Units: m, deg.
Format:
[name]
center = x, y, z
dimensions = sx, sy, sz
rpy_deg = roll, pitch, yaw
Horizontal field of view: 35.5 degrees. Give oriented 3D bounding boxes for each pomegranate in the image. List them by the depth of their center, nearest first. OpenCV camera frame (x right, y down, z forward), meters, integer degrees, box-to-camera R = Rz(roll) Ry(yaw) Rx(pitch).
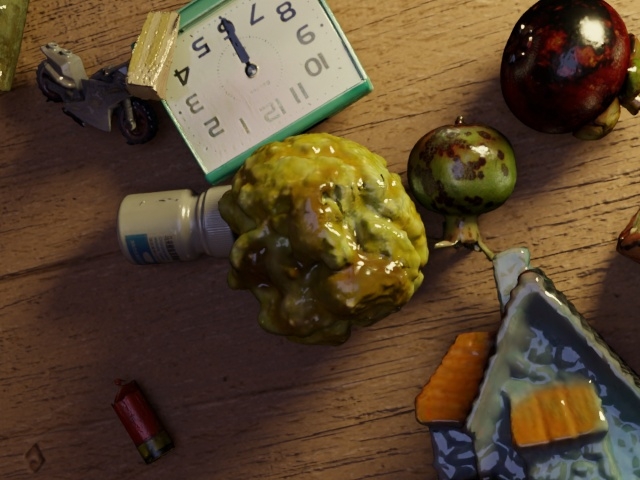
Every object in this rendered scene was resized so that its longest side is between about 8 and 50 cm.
[pomegranate]
center = 0.181, -0.073, 1.305
dimensions = 0.149, 0.148, 0.169
rpy_deg = 19, 111, 12

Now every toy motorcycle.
[toy motorcycle]
center = -0.319, -0.221, 1.420
dimensions = 0.215, 0.080, 0.122
rpy_deg = 27, 122, 17

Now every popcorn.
[popcorn]
center = -0.002, -0.007, 1.276
dimensions = 0.282, 0.247, 0.282
rpy_deg = 3, 102, 17

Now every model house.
[model house]
center = 0.240, 0.176, 1.175
dimensions = 0.298, 0.360, 0.338
rpy_deg = -10, 87, 14

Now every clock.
[clock]
center = -0.089, -0.237, 1.375
dimensions = 0.262, 0.116, 0.231
rpy_deg = -30, 89, 12

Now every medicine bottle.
[medicine bottle]
center = -0.190, -0.021, 1.394
dimensions = 0.168, 0.105, 0.105
rpy_deg = -5, 89, 12

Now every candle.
[candle]
center = -0.261, 0.255, 1.438
dimensions = 0.052, 0.052, 0.130
rpy_deg = -34, 82, 10

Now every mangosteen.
[mangosteen]
center = 0.325, -0.215, 1.260
dimensions = 0.200, 0.200, 0.199
rpy_deg = 0, 90, 12

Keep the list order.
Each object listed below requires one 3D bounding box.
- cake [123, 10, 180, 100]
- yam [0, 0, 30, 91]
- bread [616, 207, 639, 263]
[cake]
center = -0.220, -0.246, 1.326
dimensions = 0.052, 0.065, 0.121
rpy_deg = 11, 74, 9
[yam]
center = -0.501, -0.355, 1.432
dimensions = 0.168, 0.168, 0.304
rpy_deg = 13, 94, 12
[bread]
center = 0.489, -0.053, 1.212
dimensions = 0.123, 0.190, 0.244
rpy_deg = 34, 94, -3
